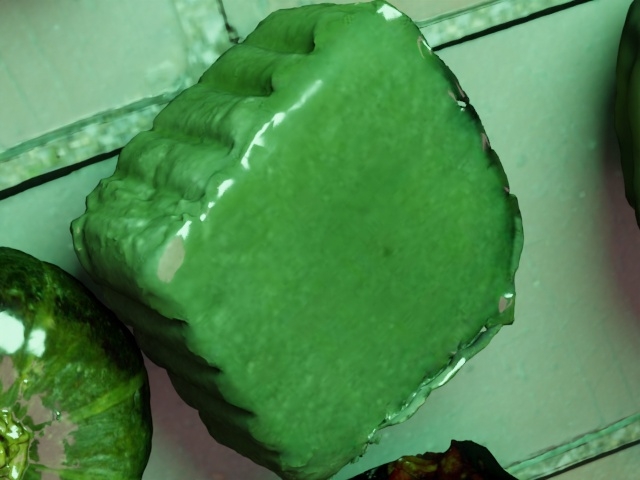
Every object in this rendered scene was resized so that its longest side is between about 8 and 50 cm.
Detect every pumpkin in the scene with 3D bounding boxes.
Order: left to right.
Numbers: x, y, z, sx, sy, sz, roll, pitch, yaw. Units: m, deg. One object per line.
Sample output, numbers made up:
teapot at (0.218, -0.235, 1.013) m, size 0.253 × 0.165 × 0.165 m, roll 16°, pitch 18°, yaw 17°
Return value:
pumpkin at (-0.204, 0.107, 0.766) m, size 0.223 × 0.157 × 0.224 m, roll -3°, pitch 96°, yaw -23°

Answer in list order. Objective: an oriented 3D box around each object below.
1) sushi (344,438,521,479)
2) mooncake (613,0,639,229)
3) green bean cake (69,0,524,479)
sushi at (0.081, 0.218, 0.898) m, size 0.150 × 0.153 × 0.172 m, roll -27°, pitch 97°, yaw 17°
mooncake at (0.311, -0.065, 0.783) m, size 0.290 × 0.290 × 0.161 m, roll -10°, pitch 117°, yaw -13°
green bean cake at (0.000, 0.000, 0.780) m, size 0.227 × 0.125 × 0.222 m, roll -44°, pitch 121°, yaw -17°
